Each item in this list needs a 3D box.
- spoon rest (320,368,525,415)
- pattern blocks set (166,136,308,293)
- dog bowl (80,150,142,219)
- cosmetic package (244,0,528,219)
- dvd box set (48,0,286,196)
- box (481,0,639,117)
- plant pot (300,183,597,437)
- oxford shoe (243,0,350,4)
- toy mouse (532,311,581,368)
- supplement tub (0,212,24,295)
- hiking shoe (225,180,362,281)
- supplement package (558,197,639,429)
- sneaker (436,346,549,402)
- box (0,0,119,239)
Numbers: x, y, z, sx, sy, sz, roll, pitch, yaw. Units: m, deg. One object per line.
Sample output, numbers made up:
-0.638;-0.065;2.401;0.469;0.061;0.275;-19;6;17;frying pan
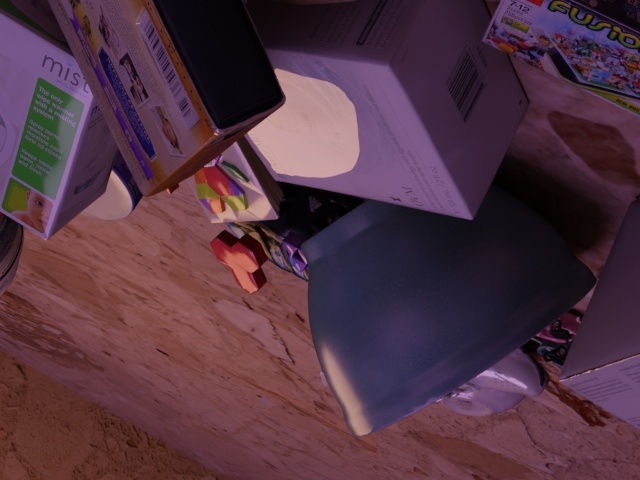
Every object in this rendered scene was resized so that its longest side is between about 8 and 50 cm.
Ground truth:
0.142;0.176;1.990;0.276;0.084;0.137;9;156;10;spoon rest
-0.119;-0.094;1.576;0.325;0.026;0.285;53;149;-5;pattern blocks set
-0.314;-0.139;1.755;0.265;0.104;0.265;23;157;10;dog bowl
0.031;-0.148;1.297;0.224;0.138;0.224;14;154;34;cosmetic package
-0.159;-0.203;1.195;0.308;0.062;0.420;64;166;-1;dvd box set
0.240;-0.154;1.174;0.207;0.036;0.114;26;158;4;box
0.102;0.037;1.486;0.196;0.293;0.293;57;155;0;plant pot
-0.015;-0.316;1.000;0.146;0.140;0.397;9;150;9;oxford shoe
0.289;0.117;1.723;0.143;0.031;0.161;14;154;30;toy mouse
-0.459;-0.030;1.766;0.191;0.191;0.272;26;158;4;supplement tub
0.000;0.000;1.720;0.304;0.113;0.132;40;162;-3;hiking shoe
0.357;0.049;1.263;0.145;0.204;0.262;31;158;-11;supplement package
0.145;0.157;1.844;0.297;0.129;0.111;13;161;32;sneaker
-0.329;-0.174;1.526;0.262;0.127;0.231;32;129;7;box
